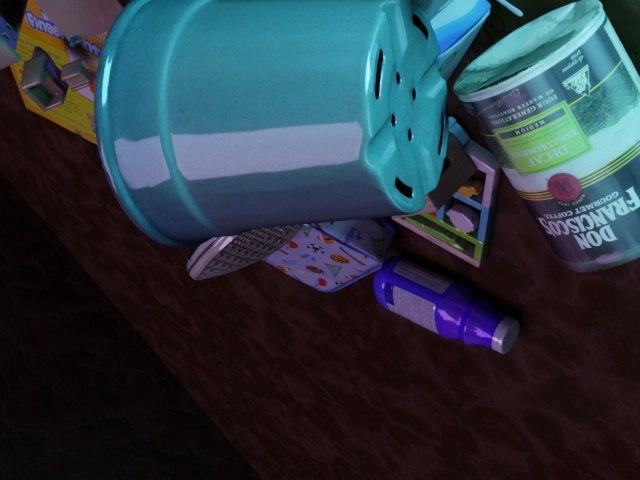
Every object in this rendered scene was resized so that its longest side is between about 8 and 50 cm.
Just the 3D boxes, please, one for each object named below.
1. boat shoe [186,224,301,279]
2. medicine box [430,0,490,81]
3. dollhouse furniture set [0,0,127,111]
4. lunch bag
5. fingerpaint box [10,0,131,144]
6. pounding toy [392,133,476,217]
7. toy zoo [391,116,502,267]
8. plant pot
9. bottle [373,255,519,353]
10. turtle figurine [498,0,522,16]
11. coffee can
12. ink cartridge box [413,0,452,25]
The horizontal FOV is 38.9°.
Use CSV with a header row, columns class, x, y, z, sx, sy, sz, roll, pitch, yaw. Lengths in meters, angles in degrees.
class,x,y,z,sx,sy,sz,roll,pitch,yaw
boat shoe,-0.123,-0.084,1.551,0.156,0.187,0.500,63,148,19
medicine box,0.052,-0.310,1.308,0.289,0.149,0.263,41,152,6
dollhouse furniture set,-0.444,-0.432,1.597,0.303,0.198,0.286,-17,141,20
lunch bag,0.000,0.000,1.794,0.243,0.115,0.303,27,157,-15
fingerpaint box,-0.468,-0.388,1.875,0.445,0.163,0.371,26,144,29
pounding toy,0.148,-0.102,1.398,0.130,0.141,0.100,-9,121,56
toy zoo,0.206,-0.096,1.513,0.192,0.030,0.293,31,148,25
plant pot,-0.038,-0.156,1.124,0.334,0.341,0.341,2,133,27
bottle,0.235,0.125,1.703,0.283,0.092,0.118,24,151,34
turtle figurine,0.179,-0.397,1.019,0.266,0.275,0.198,68,156,10
coffee can,0.321,-0.129,1.135,0.275,0.201,0.201,55,151,-17
ink cartridge box,0.097,-0.385,1.146,0.208,0.153,0.087,43,152,1
